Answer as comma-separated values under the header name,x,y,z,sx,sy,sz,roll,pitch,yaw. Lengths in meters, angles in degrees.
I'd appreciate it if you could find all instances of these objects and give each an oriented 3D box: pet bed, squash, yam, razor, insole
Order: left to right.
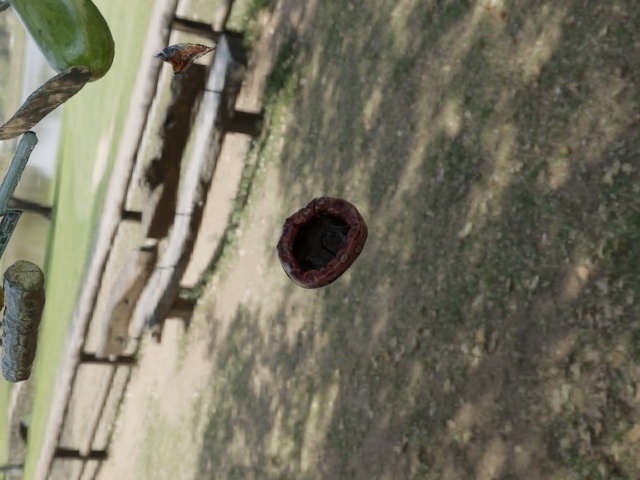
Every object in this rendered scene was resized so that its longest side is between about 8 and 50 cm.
name,x,y,z,sx,sy,sz,roll,pitch,yaw
razor,-0.379,-0.062,1.055,0.211,0.036,0.084,126,159,-46
yam,-0.450,0.132,1.297,0.274,0.061,0.061,115,151,-45
insole,-0.442,-0.214,1.362,0.248,0.081,0.011,-27,85,36
squash,-0.453,-0.404,1.421,0.370,0.118,0.118,54,140,20
pet bed,0.000,0.000,1.709,0.201,0.053,0.201,-15,51,19

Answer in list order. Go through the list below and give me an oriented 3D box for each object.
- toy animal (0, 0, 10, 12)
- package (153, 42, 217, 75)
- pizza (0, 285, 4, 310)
name,x,y,z,sx,sy,sz,roll,pitch,yaw
toy animal,-0.687,-0.450,1.672,0.176,0.217,0.073,-7,108,53
package,-0.223,-0.299,1.404,0.111,0.077,0.033,25,133,40
pizza,-0.826,0.132,1.681,0.277,0.409,0.114,116,149,-70
